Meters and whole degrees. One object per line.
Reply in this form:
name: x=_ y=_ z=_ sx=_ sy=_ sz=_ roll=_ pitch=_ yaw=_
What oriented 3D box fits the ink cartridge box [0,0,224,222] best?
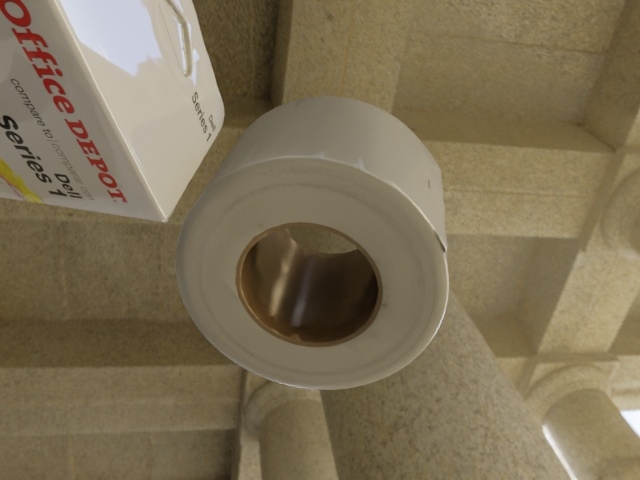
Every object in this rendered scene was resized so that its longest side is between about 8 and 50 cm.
ink cartridge box: x=-0.231 y=-0.131 z=0.418 sx=0.278 sy=0.117 sz=0.201 roll=8 pitch=-35 yaw=15

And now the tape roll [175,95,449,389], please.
tape roll: x=0.000 y=0.000 z=0.603 sx=0.246 sy=0.169 sz=0.246 roll=4 pitch=-60 yaw=7
